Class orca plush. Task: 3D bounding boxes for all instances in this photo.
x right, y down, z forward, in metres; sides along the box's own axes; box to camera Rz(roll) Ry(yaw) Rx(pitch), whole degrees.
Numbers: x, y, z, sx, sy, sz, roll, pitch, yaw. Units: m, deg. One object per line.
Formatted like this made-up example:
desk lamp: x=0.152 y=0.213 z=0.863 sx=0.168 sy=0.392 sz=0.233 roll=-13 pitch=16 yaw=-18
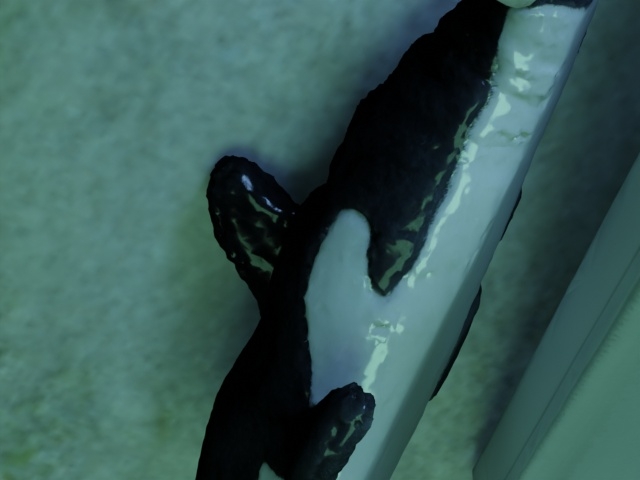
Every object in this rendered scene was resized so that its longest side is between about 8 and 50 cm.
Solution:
orca plush: x=0.000 y=0.000 z=0.649 sx=0.102 sy=0.151 sz=0.287 roll=28 pitch=133 yaw=11

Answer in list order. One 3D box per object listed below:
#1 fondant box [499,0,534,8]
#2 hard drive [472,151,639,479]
fondant box: x=-0.061 y=-0.203 z=0.312 sx=0.330 sy=0.096 sz=0.238 roll=29 pitch=157 yaw=3
hard drive: x=0.193 y=0.037 z=0.642 sx=0.233 sy=0.047 sz=0.353 roll=-1 pitch=156 yaw=-6
